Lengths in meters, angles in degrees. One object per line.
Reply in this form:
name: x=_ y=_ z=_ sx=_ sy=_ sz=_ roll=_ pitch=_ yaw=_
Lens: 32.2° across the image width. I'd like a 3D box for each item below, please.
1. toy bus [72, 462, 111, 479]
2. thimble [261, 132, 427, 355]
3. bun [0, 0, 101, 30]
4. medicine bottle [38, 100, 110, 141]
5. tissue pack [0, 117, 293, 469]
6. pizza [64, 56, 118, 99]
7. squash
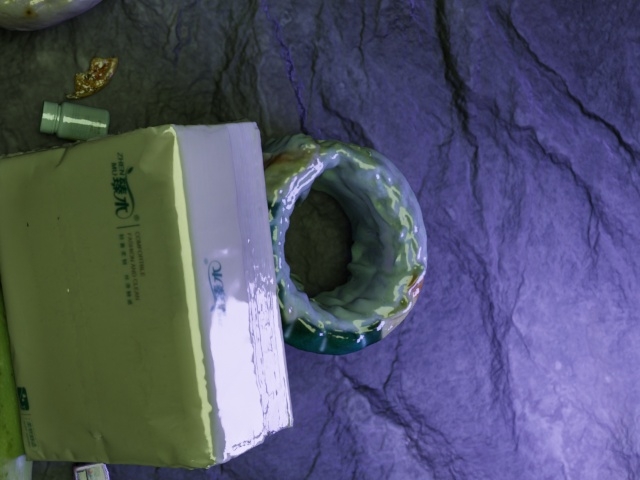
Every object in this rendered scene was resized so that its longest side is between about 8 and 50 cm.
toy bus: x=-0.285 y=0.344 z=1.412 sx=0.052 sy=0.037 sz=0.130 roll=-8 pitch=92 yaw=-16
thimble: x=0.000 y=0.000 z=1.440 sx=0.254 sy=0.167 sz=0.288 roll=-19 pitch=97 yaw=-19
bun: x=-0.341 y=-0.390 z=1.325 sx=0.273 sy=0.168 sz=0.272 roll=-3 pitch=104 yaw=-14
medicine bottle: x=-0.309 y=-0.148 z=1.395 sx=0.083 sy=0.047 sz=0.047 roll=8 pitch=88 yaw=-18
tissue pack: x=-0.210 y=0.061 z=1.297 sx=0.207 sy=0.297 sz=0.380 roll=-10 pitch=92 yaw=-59
pizza: x=-0.291 y=-0.208 z=1.417 sx=0.083 sy=0.016 sz=0.037 roll=-42 pitch=96 yaw=-12
squash: x=-0.403 y=0.200 z=1.332 sx=0.118 sy=0.118 sz=0.370 roll=-14 pitch=97 yaw=-18
